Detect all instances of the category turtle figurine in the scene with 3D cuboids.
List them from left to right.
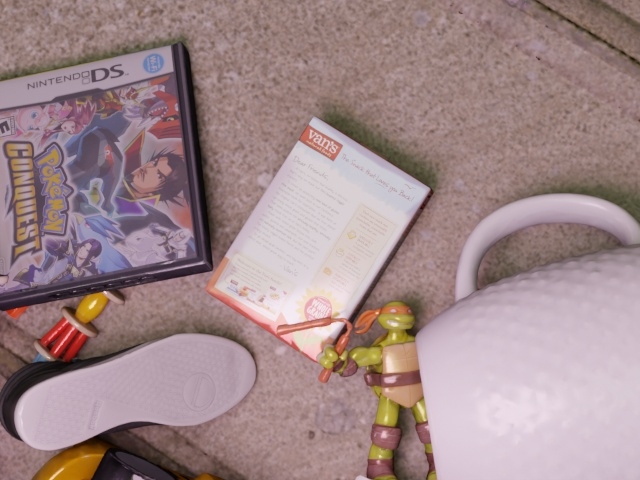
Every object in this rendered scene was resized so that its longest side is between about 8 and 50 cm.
[{"bbox_3d":[0.077,0.159,1.876,0.269,0.087,0.217,-5,91,-24],"label":"turtle figurine"}]

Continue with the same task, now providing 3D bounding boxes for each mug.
[{"bbox_3d":[0.264,0.112,1.773,0.328,0.276,0.374,-9,57,2],"label":"mug"}]

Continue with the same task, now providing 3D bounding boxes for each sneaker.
[{"bbox_3d":[-0.224,0.160,1.908,0.296,0.147,0.104,-12,97,-31],"label":"sneaker"}]

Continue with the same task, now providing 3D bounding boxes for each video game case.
[{"bbox_3d":[-0.257,-0.074,1.938,0.248,0.035,0.275,-11,69,8],"label":"video game case"}]

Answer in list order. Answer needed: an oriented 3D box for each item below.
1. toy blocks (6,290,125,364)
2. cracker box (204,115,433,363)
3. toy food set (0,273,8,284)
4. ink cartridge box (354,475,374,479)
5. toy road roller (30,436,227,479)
[{"bbox_3d":[-0.314,0.086,1.964,0.123,0.054,0.148,41,93,8],"label":"toy blocks"},{"bbox_3d":[0.000,0.000,1.915,0.156,0.067,0.232,33,93,8],"label":"cracker box"},{"bbox_3d":[-0.408,0.184,1.905,0.092,0.220,0.306,11,87,-26],"label":"toy food set"},{"bbox_3d":[0.065,0.442,1.776,0.207,0.119,0.353,11,103,41],"label":"ink cartridge box"},{"bbox_3d":[-0.177,0.334,1.884,0.329,0.240,0.202,26,92,-28],"label":"toy road roller"}]
